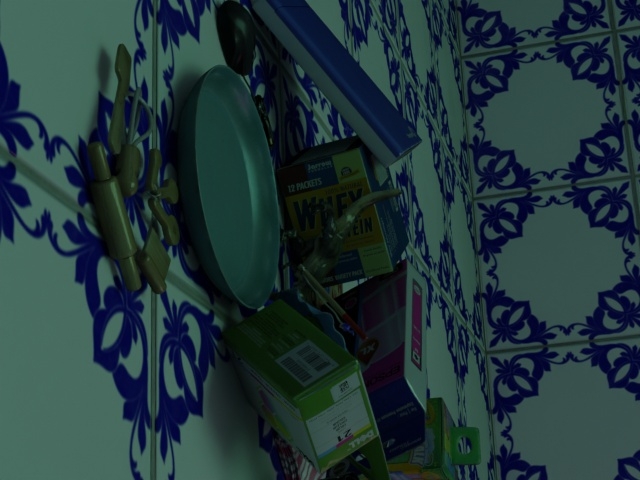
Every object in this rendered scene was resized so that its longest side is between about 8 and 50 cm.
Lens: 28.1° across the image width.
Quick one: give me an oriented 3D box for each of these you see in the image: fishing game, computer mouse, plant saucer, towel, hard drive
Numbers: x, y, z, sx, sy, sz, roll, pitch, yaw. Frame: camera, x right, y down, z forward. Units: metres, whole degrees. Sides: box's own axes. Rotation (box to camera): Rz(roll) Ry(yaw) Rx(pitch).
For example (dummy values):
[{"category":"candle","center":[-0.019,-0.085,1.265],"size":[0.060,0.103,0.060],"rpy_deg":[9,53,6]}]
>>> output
[{"category":"fishing game","center":[-0.013,0.149,1.723],"size":[0.189,0.041,0.264],"rpy_deg":[49,-28,21]},{"category":"computer mouse","center":[-0.096,-0.235,1.841],"size":[0.071,0.041,0.242],"rpy_deg":[-80,158,-51]},{"category":"plant saucer","center":[-0.121,-0.067,1.657],"size":[0.317,0.043,0.318],"rpy_deg":[-8,90,-76]},{"category":"towel","center":[-0.019,0.325,1.866],"size":[0.144,0.029,0.197],"rpy_deg":[-69,148,-63]},{"category":"hard drive","center":[0.032,-0.259,2.027],"size":[0.319,0.040,0.210],"rpy_deg":[50,17,1]}]

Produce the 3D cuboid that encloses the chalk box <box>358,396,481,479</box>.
[{"category":"chalk box","center":[0.164,0.354,2.177],"size":[0.132,0.213,0.132],"rpy_deg":[60,26,-55]}]

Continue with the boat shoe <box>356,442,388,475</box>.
[{"category":"boat shoe","center":[0.087,0.232,1.998],"size":[0.108,0.102,0.301],"rpy_deg":[37,32,-15]}]

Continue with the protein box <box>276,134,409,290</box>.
[{"category":"protein box","center":[0.041,-0.052,2.032],"size":[0.201,0.135,0.200],"rpy_deg":[-48,123,-73]}]

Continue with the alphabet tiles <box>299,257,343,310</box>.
[{"category":"alphabet tiles","center":[0.003,0.077,2.118],"size":[0.237,0.009,0.198],"rpy_deg":[53,32,-61]}]

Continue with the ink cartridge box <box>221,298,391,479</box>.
[{"category":"ink cartridge box","center":[-0.010,0.229,1.635],"size":[0.189,0.097,0.255],"rpy_deg":[35,-31,50]}]

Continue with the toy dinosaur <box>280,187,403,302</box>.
[{"category":"toy dinosaur","center":[0.000,0.000,1.882],"size":[0.118,0.268,0.064],"rpy_deg":[39,-1,-41]}]

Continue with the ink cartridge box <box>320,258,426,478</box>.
[{"category":"ink cartridge box","center":[0.072,0.190,1.900],"size":[0.069,0.175,0.371],"rpy_deg":[48,26,-27]}]

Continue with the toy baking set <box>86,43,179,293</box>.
[{"category":"toy baking set","center":[-0.205,-0.071,1.377],"size":[0.197,0.030,0.256],"rpy_deg":[-74,153,-63]}]

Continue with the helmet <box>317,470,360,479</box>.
[{"category":"helmet","center":[0.015,0.403,1.696],"size":[0.162,0.169,0.169],"rpy_deg":[69,11,15]}]
